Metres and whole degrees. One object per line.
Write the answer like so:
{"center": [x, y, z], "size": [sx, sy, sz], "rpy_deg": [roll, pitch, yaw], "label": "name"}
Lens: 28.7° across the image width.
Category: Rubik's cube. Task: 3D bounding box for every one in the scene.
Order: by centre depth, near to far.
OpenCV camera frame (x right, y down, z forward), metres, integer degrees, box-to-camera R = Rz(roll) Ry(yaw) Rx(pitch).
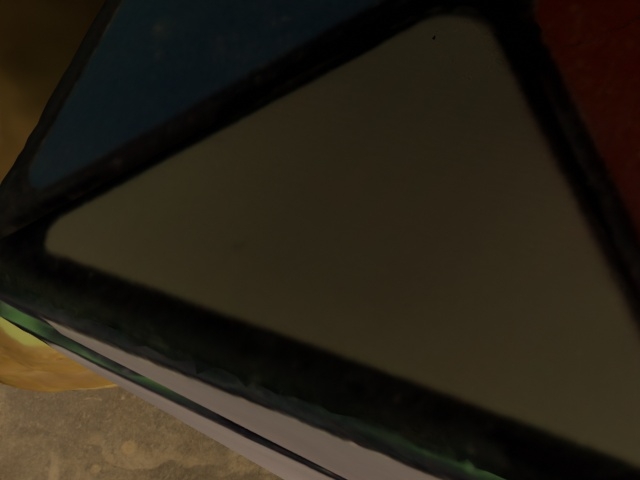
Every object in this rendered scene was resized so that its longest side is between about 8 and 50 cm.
{"center": [0.115, -0.020, 0.492], "size": [0.307, 0.305, 0.310], "rpy_deg": [17, 164, 31], "label": "Rubik's cube"}

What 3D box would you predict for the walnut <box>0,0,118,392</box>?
{"center": [-0.149, -0.098, 0.679], "size": [0.381, 0.381, 0.381], "rpy_deg": [26, 170, 5], "label": "walnut"}
